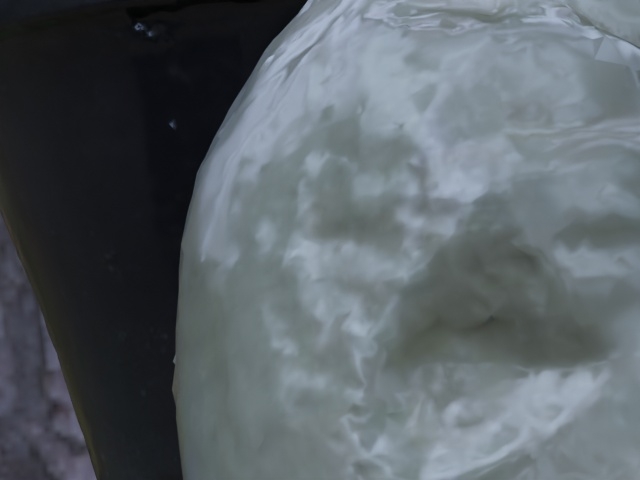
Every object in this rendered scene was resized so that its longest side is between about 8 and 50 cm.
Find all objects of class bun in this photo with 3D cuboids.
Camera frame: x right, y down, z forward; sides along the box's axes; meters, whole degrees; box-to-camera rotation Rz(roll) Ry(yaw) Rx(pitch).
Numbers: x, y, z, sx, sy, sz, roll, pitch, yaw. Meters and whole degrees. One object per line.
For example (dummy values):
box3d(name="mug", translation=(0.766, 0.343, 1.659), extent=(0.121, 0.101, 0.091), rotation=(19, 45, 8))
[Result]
box3d(name="bun", translation=(0.114, 0.052, 0.598), extent=(0.211, 0.360, 0.359), rotation=(-21, -11, 32))

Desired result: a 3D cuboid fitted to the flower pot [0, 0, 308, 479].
box3d(name="flower pot", translation=(0.000, 0.000, 0.913), extent=(0.379, 0.251, 0.379), rotation=(-4, -5, 0))
